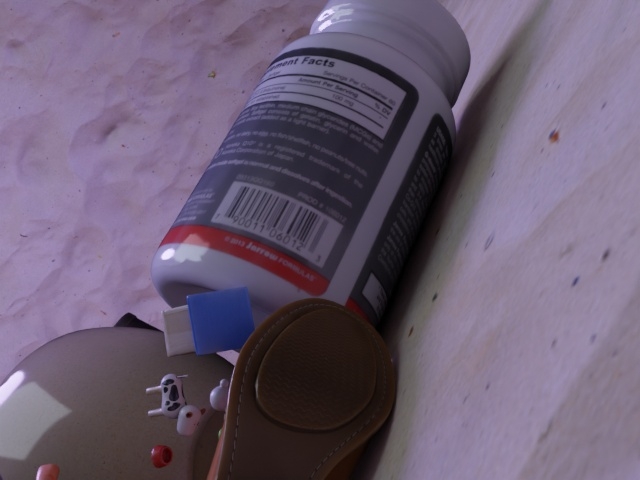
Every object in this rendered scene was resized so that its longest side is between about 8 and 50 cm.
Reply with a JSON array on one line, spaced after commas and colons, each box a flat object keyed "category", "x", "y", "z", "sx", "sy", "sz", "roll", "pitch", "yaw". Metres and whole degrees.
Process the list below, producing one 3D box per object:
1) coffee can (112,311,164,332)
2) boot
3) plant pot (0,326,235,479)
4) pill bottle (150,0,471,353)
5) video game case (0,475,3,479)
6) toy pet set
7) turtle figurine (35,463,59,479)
[{"category": "coffee can", "x": -0.223, "y": 0.262, "z": 1.105, "sx": 0.202, "sy": 0.275, "sz": 0.201, "roll": -62, "pitch": 3, "yaw": 6}, {"category": "boot", "x": -0.042, "y": 0.192, "z": 0.491, "sx": 0.283, "sy": 0.109, "sz": 0.220, "roll": -78, "pitch": 10, "yaw": -51}, {"category": "plant pot", "x": -0.140, "y": 0.210, "z": 0.655, "sx": 0.191, "sy": 0.284, "sz": 0.284, "roll": -14, "pitch": 36, "yaw": 36}, {"category": "pill bottle", "x": 0.009, "y": -0.067, "z": 0.705, "sx": 0.363, "sy": 0.210, "sz": 0.210, "roll": -63, "pitch": 3, "yaw": -24}, {"category": "video game case", "x": -0.193, "y": 0.301, "z": 0.486, "sx": 0.025, "sy": 0.285, "sz": 0.204, "roll": -18, "pitch": -31, "yaw": -42}, {"category": "toy pet set", "x": -0.066, "y": 0.095, "z": 0.524, "sx": 0.122, "sy": 0.065, "sz": 0.114, "roll": 5, "pitch": -107, "yaw": -63}, {"category": "turtle figurine", "x": -0.086, "y": 0.242, "z": 0.312, "sx": 0.269, "sy": 0.087, "sz": 0.217, "roll": 32, "pitch": 108, "yaw": 46}]
